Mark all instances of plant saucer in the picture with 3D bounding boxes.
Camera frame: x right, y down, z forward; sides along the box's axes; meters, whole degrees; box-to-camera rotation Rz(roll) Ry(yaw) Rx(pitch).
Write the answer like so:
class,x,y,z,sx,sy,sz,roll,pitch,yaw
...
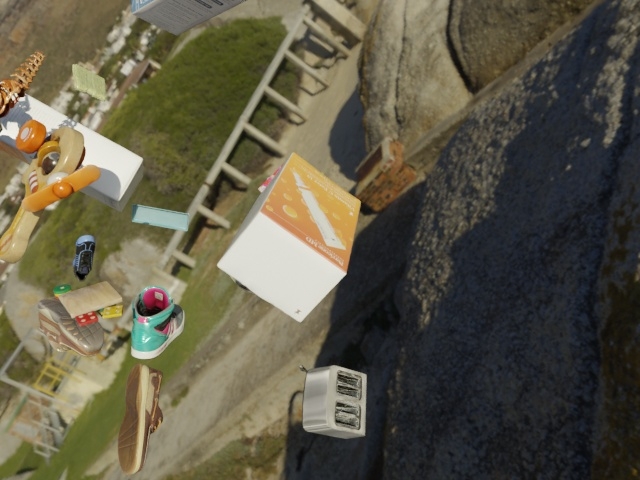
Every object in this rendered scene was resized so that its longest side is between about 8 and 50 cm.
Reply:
class,x,y,z,sx,sy,sz,roll,pitch,yaw
plant saucer,-0.548,-0.081,1.840,0.018,0.192,0.067,-89,11,-64

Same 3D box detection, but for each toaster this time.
class,x,y,z,sx,sy,sz,roll,pitch,yaw
toaster,0.036,0.426,1.424,0.110,0.186,0.168,-26,50,43

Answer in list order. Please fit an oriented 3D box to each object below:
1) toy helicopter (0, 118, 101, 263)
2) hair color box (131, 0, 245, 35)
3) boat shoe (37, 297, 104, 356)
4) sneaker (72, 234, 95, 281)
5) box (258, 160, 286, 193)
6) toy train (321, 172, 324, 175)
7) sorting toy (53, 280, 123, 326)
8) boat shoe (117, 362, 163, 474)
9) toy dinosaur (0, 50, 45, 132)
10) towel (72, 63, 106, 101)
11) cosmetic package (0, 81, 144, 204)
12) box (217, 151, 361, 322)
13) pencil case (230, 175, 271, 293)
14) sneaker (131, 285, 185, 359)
class,x,y,z,sx,sy,sz,roll,pitch,yaw
toy helicopter,-0.660,-0.106,1.276,0.235,0.140,0.355,20,83,37
hair color box,-0.360,-0.717,1.521,0.347,0.174,0.105,-8,82,34
boat shoe,-0.782,0.288,1.674,0.324,0.123,0.116,25,104,39
sneaker,-0.977,0.077,2.225,0.232,0.081,0.090,-56,49,41
box,-0.052,-0.110,1.663,0.128,0.257,0.122,-43,-9,14
toy train,-0.015,-0.141,1.378,0.083,0.017,0.023,-51,54,34
sorting toy,-0.614,0.174,1.443,0.274,0.132,0.046,25,125,47
boat shoe,-0.550,0.561,1.694,0.123,0.123,0.342,-37,45,29
toy dinosaur,-0.815,-0.353,1.280,0.322,0.218,0.164,-41,9,-31
towel,-0.758,-0.516,1.758,0.027,0.110,0.148,-47,47,23
cosmetic package,-0.805,-0.280,1.694,0.161,0.453,0.230,-65,13,-14
box,-0.054,-0.022,1.205,0.168,0.215,0.345,-49,12,28
pencil case,-0.181,-0.028,1.847,0.160,0.183,0.410,0,54,23
sneaker,-0.491,0.214,1.637,0.295,0.124,0.178,-76,-5,-72
